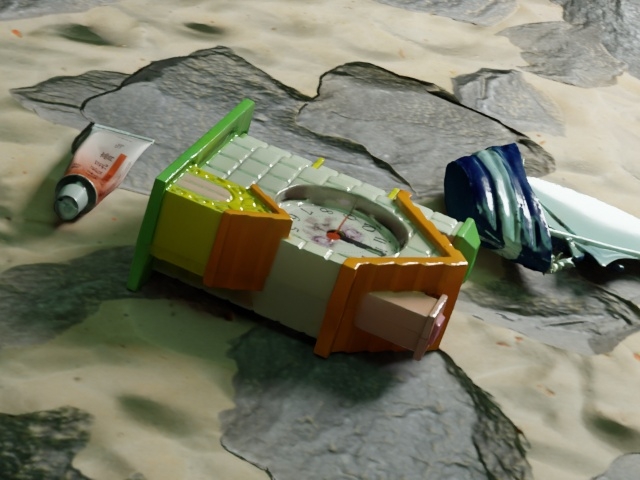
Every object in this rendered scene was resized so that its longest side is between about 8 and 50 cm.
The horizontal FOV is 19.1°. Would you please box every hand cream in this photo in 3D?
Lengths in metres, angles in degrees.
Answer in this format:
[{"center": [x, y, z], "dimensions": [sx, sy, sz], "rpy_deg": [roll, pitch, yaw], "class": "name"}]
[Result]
[{"center": [-0.200, -0.065, 1.716], "dimensions": [0.052, 0.038, 0.216], "rpy_deg": [43, 21, -10], "class": "hand cream"}]

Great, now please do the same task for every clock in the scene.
[{"center": [0.000, 0.000, 1.620], "dimensions": [0.255, 0.106, 0.220], "rpy_deg": [22, 28, 9], "class": "clock"}]

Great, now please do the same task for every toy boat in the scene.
[{"center": [0.252, -0.010, 1.828], "dimensions": [0.291, 0.070, 0.210], "rpy_deg": [24, 30, 7], "class": "toy boat"}]
